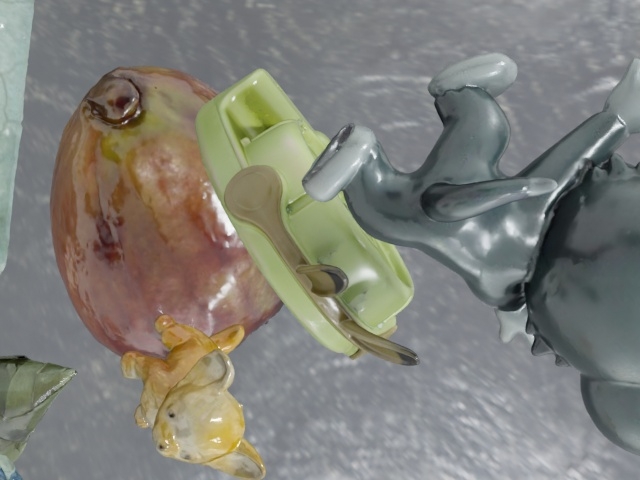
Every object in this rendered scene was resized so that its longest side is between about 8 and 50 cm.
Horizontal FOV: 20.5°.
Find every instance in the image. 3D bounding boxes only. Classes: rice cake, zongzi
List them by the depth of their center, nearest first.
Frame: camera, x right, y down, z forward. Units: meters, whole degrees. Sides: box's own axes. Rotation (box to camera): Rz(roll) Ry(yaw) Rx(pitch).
[{"bbox_3d":[-0.184,0.108,1.095,0.119,0.109,0.055,-4,60,18],"label":"zongzi"},{"bbox_3d":[-0.238,-0.110,1.220,0.063,0.066,0.336,11,71,-32],"label":"rice cake"}]

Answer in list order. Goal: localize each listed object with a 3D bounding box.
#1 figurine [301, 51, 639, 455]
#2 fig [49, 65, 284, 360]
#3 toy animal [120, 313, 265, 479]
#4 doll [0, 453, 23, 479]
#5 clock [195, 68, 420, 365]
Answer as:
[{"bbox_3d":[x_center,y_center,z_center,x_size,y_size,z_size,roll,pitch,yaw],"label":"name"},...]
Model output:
[{"bbox_3d":[0.133,-0.013,0.935,0.265,0.140,0.193,25,101,-21],"label":"figurine"},{"bbox_3d":[-0.125,-0.024,1.528,0.224,0.224,0.263,-11,96,-11],"label":"fig"},{"bbox_3d":[-0.049,0.069,0.793,0.081,0.083,0.060,-23,113,-32],"label":"toy animal"},{"bbox_3d":[-0.138,0.128,0.725,0.050,0.083,0.076,38,81,22],"label":"doll"},{"bbox_3d":[0.000,0.000,1.152,0.069,0.232,0.170,-34,123,7],"label":"clock"}]
